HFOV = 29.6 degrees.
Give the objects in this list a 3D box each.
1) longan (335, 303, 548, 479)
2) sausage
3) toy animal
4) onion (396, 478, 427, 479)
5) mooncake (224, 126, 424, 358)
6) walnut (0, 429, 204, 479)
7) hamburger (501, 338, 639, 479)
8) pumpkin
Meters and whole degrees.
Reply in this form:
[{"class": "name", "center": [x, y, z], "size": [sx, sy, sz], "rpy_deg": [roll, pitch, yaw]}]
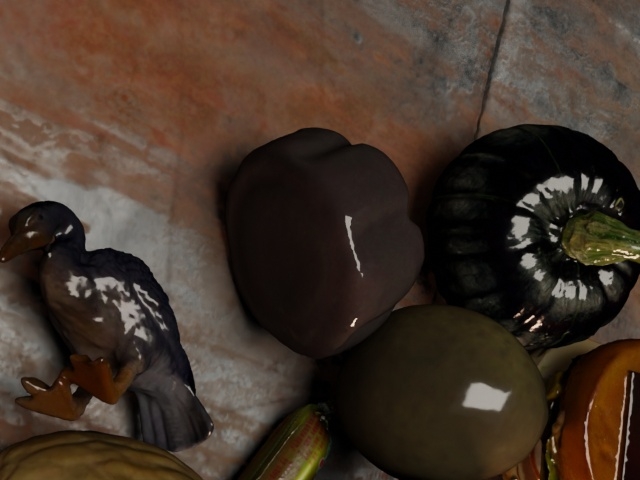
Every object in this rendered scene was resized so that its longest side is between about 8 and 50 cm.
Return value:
[{"class": "longan", "center": [0.138, 0.180, 1.386], "size": [0.246, 0.246, 0.215], "rpy_deg": [10, 104, -36]}, {"class": "sausage", "center": [-0.089, 0.314, 1.323], "size": [0.082, 0.082, 0.371], "rpy_deg": [53, 57, -20]}, {"class": "toy animal", "center": [-0.213, 0.095, 1.207], "size": [0.298, 0.122, 0.185], "rpy_deg": [45, 29, -32]}, {"class": "onion", "center": [0.069, 0.368, 1.318], "size": [0.281, 0.281, 0.221], "rpy_deg": [-15, 60, -37]}, {"class": "mooncake", "center": [0.000, 0.000, 1.329], "size": [0.133, 0.245, 0.245], "rpy_deg": [-25, 99, -39]}, {"class": "walnut", "center": [-0.214, 0.290, 1.146], "size": [0.261, 0.225, 0.225], "rpy_deg": [14, 76, -30]}, {"class": "hamburger", "center": [0.362, 0.260, 1.569], "size": [0.291, 0.225, 0.291], "rpy_deg": [6, 80, -35]}, {"class": "pumpkin", "center": [0.284, -0.005, 1.510], "size": [0.296, 0.296, 0.296], "rpy_deg": [5, 82, -36]}]
